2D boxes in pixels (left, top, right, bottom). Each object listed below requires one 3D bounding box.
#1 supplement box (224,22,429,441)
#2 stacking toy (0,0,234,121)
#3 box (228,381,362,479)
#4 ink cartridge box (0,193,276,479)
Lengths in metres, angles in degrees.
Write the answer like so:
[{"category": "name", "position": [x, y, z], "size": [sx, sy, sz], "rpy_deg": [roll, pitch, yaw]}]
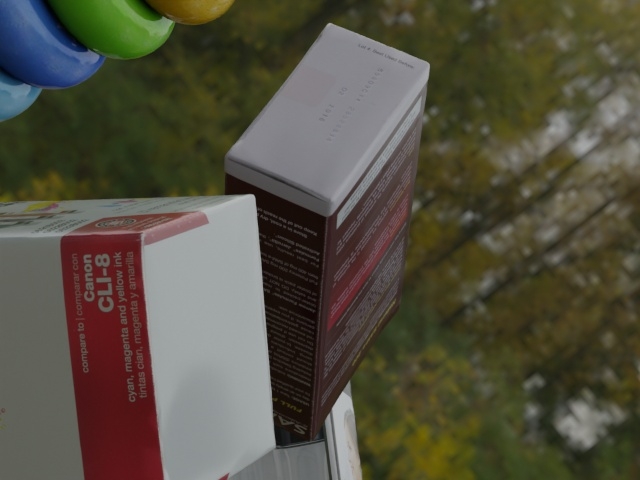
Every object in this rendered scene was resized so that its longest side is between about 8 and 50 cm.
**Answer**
[{"category": "supplement box", "position": [0.000, 0.000, 1.178], "size": [0.073, 0.130, 0.239], "rpy_deg": [23, -38, 16]}, {"category": "stacking toy", "position": [-0.089, -0.136, 0.825], "size": [0.141, 0.330, 0.141], "rpy_deg": [-18, 90, -73]}, {"category": "box", "position": [-0.049, 0.239, 1.608], "size": [0.087, 0.169, 0.290], "rpy_deg": [45, 36, -65]}, {"category": "ink cartridge box", "position": [-0.128, 0.050, 0.880], "size": [0.128, 0.176, 0.127], "rpy_deg": [-26, 112, -67]}]
